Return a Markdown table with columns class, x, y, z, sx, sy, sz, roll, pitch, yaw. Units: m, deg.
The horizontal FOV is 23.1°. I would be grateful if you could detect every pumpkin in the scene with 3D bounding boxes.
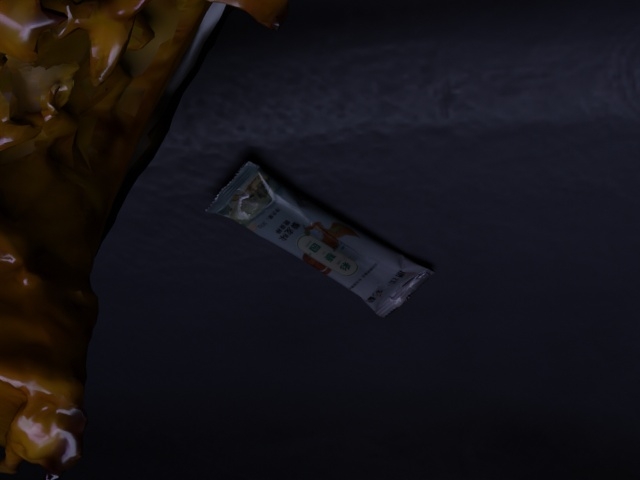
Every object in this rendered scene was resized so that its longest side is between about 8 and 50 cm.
| class | x | y | z | sx | sy | sz | roll | pitch | yaw |
| --- | --- | --- | --- | --- | --- | --- | --- | --- | --- |
| pumpkin | -0.117 | -0.093 | 0.499 | 0.225 | 0.256 | 0.303 | 31 | 102 | -15 |

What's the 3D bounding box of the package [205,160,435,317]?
| class | x | y | z | sx | sy | sz | roll | pitch | yaw |
| --- | --- | --- | --- | --- | --- | --- | --- | --- | --- |
| package | 0.000 | 0.000 | 0.722 | 0.110 | 0.015 | 0.037 | 32 | 120 | -23 |
